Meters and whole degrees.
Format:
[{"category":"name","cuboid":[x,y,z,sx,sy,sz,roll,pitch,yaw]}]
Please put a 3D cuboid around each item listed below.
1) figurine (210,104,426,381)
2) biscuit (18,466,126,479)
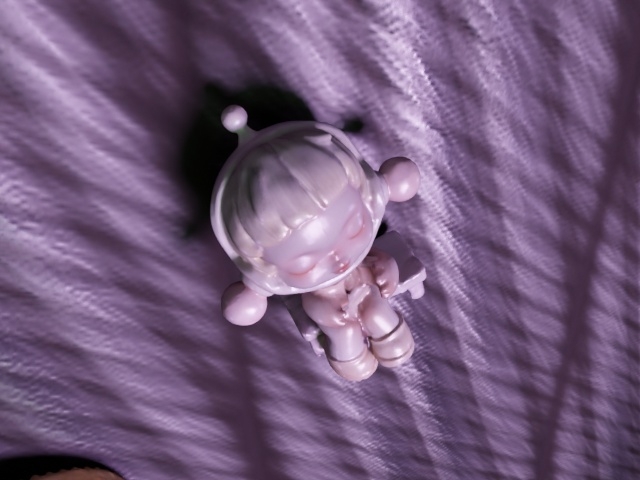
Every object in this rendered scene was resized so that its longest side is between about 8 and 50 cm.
[{"category":"figurine","cuboid":[0.002,-0.008,0.601,0.182,0.144,0.256,-16,135,10]},{"category":"biscuit","cuboid":[-0.288,0.341,0.707,0.259,0.079,0.259,-26,137,-27]}]
